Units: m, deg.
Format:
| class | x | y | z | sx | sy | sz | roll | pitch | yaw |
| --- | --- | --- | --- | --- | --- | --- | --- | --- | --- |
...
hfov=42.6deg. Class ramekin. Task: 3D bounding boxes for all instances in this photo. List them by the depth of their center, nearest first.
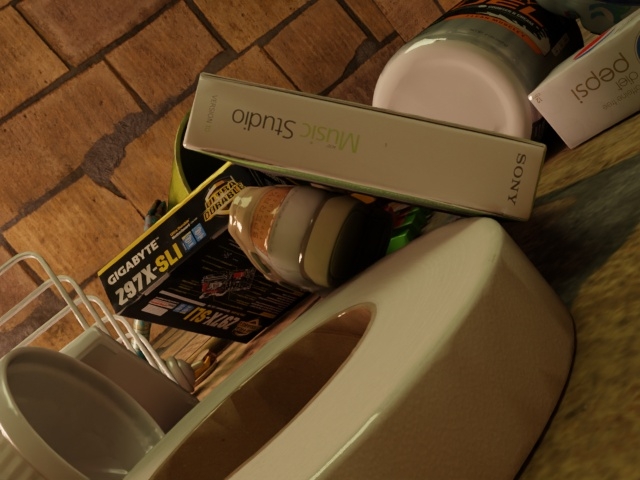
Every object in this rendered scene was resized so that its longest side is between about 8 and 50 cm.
| class | x | y | z | sx | sy | sz | roll | pitch | yaw |
| --- | --- | --- | --- | --- | --- | --- | --- | --- | --- |
| ramekin | -0.241 | 0.207 | 0.764 | 0.109 | 0.207 | 0.207 | -48 | 4 | 5 |

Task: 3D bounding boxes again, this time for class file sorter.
| class | x | y | z | sx | sy | sz | roll | pitch | yaw |
| --- | --- | --- | --- | --- | --- | --- | --- | --- | --- |
| file sorter | -0.310 | 0.170 | 0.997 | 0.193 | 0.173 | 0.278 | -40 | -31 | -6 |

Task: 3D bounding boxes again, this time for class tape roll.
| class | x | y | z | sx | sy | sz | roll | pitch | yaw |
| --- | --- | --- | --- | --- | --- | --- | --- | --- | --- |
| tape roll | -0.023 | 0.133 | 0.518 | 0.392 | 0.072 | 0.392 | -39 | 6 | 5 |

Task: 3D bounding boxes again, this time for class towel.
| class | x | y | z | sx | sy | sz | roll | pitch | yaw |
| --- | --- | --- | --- | --- | --- | --- | --- | --- | --- |
| towel | -0.323 | 0.119 | 1.535 | 0.271 | 0.040 | 0.370 | -134 | 52 | -77 |

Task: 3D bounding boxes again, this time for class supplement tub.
| class | x | y | z | sx | sy | sz | roll | pitch | yaw |
| --- | --- | --- | --- | --- | --- | --- | --- | --- | --- |
| supplement tub | 0.206 | -0.198 | 0.997 | 0.193 | 0.193 | 0.316 | -36 | 7 | 39 |

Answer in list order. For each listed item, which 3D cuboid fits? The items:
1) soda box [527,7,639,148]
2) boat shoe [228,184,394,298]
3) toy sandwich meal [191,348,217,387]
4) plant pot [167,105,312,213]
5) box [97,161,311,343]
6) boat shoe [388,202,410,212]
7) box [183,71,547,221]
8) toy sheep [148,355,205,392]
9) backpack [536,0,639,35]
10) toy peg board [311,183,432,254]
| class | x | y | z | sx | sy | sz | roll | pitch | yaw |
| --- | --- | --- | --- | --- | --- | --- | --- | --- | --- |
| soda box | 0.300 | -0.171 | 0.755 | 0.069 | 0.074 | 0.216 | -44 | 6 | -36 |
| boat shoe | 0.000 | 0.000 | 0.796 | 0.302 | 0.103 | 0.113 | 49 | -118 | -74 |
| toy sandwich meal | -0.203 | 0.214 | 1.349 | 0.085 | 0.029 | 0.085 | -40 | 5 | 4 |
| plant pot | -0.144 | -0.041 | 1.570 | 0.366 | 0.366 | 0.353 | -44 | -5 | -39 |
| box | -0.106 | 0.027 | 1.149 | 0.257 | 0.079 | 0.322 | -37 | -26 | 15 |
| boat shoe | 0.130 | -0.086 | 1.196 | 0.096 | 0.098 | 0.277 | -5 | -3 | -31 |
| box | 0.045 | -0.064 | 0.678 | 0.322 | 0.232 | 0.058 | -21 | -56 | -83 |
| toy sheep | -0.235 | 0.219 | 1.248 | 0.132 | 0.091 | 0.091 | -36 | 4 | -9 |
| backpack | 0.381 | -0.386 | 0.932 | 0.355 | 0.290 | 0.273 | -51 | -25 | -11 |
| toy peg board | 0.073 | -0.058 | 1.052 | 0.079 | 0.160 | 0.161 | -20 | 14 | 26 |
